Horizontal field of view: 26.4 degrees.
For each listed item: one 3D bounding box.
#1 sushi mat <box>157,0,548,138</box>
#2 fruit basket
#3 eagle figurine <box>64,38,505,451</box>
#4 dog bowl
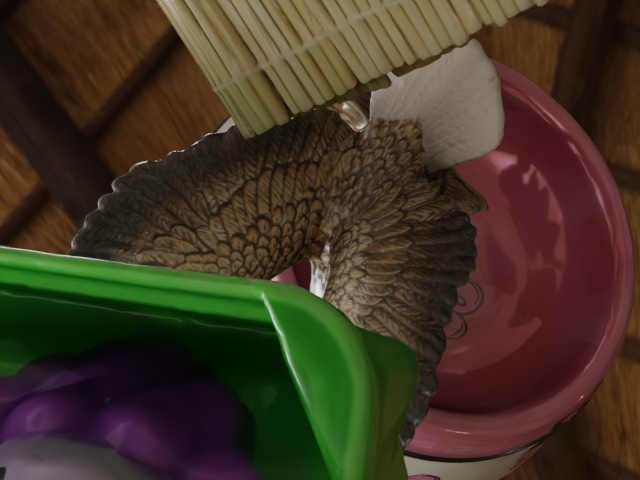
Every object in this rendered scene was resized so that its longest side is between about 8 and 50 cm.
[{"bbox_3d":[-0.058,-0.184,0.471,0.151,0.316,0.019,-23,-162,38],"label":"sushi mat"},{"bbox_3d":[-0.169,0.135,0.438,0.392,0.392,0.282,6,-84,19],"label":"fruit basket"},{"bbox_3d":[0.002,0.009,0.928,0.226,0.225,0.298,-3,-150,39],"label":"eagle figurine"},{"bbox_3d":[0.087,0.013,1.161,0.408,0.150,0.408,7,-110,-20],"label":"dog bowl"}]
